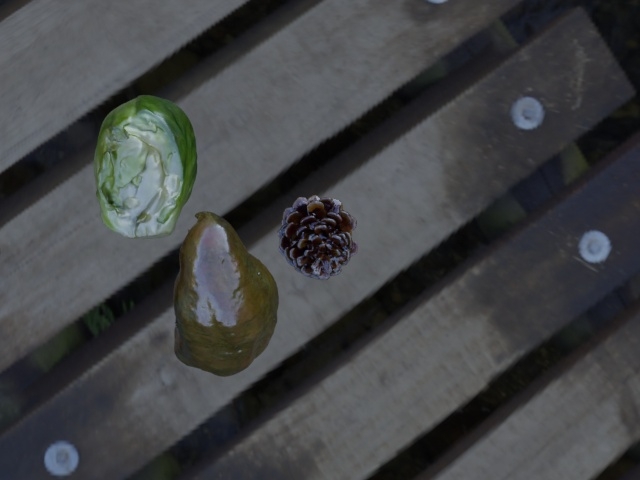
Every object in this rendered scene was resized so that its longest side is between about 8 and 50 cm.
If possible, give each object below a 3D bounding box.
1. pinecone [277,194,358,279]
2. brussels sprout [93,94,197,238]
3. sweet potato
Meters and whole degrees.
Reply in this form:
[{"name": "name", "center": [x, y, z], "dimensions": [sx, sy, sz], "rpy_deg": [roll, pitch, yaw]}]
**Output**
[{"name": "pinecone", "center": [-0.002, 0.003, 1.331], "dimensions": [0.102, 0.109, 0.102], "rpy_deg": [-2, 129, -3]}, {"name": "brussels sprout", "center": [-0.222, -0.095, 1.430], "dimensions": [0.131, 0.145, 0.183], "rpy_deg": [1, 107, -9]}, {"name": "sweet potato", "center": [-0.052, 0.044, 0.590], "dimensions": [0.054, 0.182, 0.053], "rpy_deg": [10, 67, -6]}]
